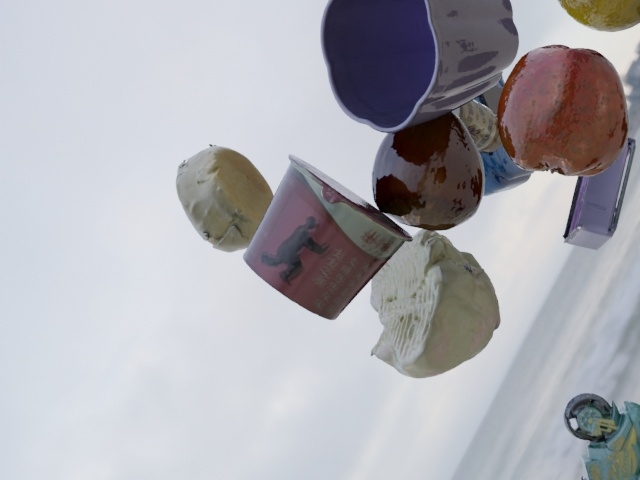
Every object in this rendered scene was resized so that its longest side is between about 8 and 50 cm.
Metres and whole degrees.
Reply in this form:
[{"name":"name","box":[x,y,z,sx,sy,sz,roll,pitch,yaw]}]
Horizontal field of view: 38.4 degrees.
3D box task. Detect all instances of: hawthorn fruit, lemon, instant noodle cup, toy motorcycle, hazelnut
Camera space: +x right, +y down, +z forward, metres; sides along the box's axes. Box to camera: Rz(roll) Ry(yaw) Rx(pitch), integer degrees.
[{"name":"hawthorn fruit","box":[0.326,-0.174,1.238,0.189,0.189,0.189,-56,-15,-24]},{"name":"lemon","box":[0.525,-0.480,1.676,0.192,0.231,0.192,-42,-19,-18]},{"name":"instant noodle cup","box":[0.000,0.000,1.429,0.178,0.234,0.235,-55,-13,7]},{"name":"toy motorcycle","box":[0.551,0.397,1.621,0.109,0.198,0.297,-45,-60,-82]},{"name":"hazelnut","box":[0.183,-0.121,1.537,0.208,0.208,0.208,-56,-15,-24]}]

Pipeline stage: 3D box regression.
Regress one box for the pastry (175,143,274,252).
[{"name":"pastry","box":[-0.215,-0.097,2.086,0.133,0.265,0.265,-29,-1,24]}]

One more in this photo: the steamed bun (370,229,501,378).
[{"name":"steamed bun","box":[0.227,0.127,1.794,0.275,0.206,0.320,-41,41,48]}]

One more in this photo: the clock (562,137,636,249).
[{"name":"clock","box":[0.515,-0.091,1.706,0.145,0.073,0.193,74,-148,-78]}]

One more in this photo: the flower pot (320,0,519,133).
[{"name":"flower pot","box":[0.174,-0.317,1.451,0.243,0.265,0.265,-15,-42,-34]}]

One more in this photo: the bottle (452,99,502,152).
[{"name":"bottle","box":[0.289,-0.226,1.769,0.110,0.097,0.209,-26,-22,33]}]

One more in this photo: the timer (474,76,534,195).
[{"name":"timer","box":[0.359,-0.257,2.040,0.115,0.309,0.340,-27,-6,31]}]
